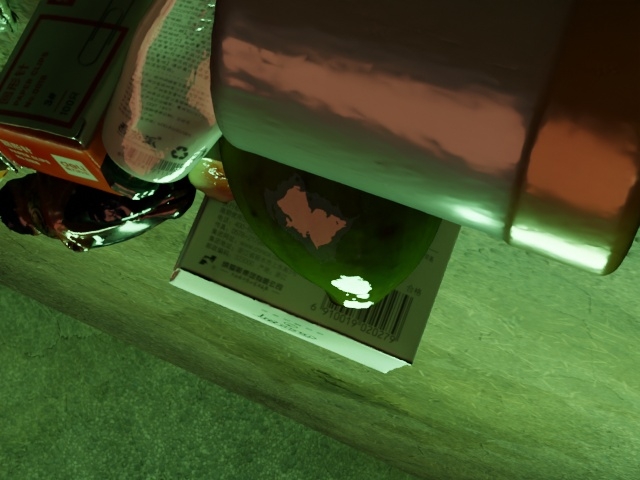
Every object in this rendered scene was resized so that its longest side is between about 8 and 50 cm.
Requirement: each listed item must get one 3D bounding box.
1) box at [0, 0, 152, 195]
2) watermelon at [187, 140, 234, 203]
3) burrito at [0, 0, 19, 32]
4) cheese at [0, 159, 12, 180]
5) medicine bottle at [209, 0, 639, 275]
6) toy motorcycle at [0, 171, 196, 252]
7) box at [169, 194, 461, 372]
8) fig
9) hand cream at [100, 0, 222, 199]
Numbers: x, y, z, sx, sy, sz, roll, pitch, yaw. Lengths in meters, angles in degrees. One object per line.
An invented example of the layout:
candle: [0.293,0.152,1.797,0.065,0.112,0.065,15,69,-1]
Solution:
box: [-0.202,-0.144,1.135,0.133,0.182,0.099,15,159,28]
watermelon: [-0.058,-0.091,1.217,0.094,0.135,0.125,36,170,22]
burrito: [-0.329,-0.243,1.239,0.051,0.042,0.171,16,162,6]
cheese: [-0.495,-0.120,1.555,0.217,0.129,0.329,26,-159,23]
medicine bottle: [0.089,-0.128,0.697,0.231,0.238,0.238,20,165,11]
toy motorcycle: [-0.204,-0.081,1.339,0.207,0.401,0.134,-17,108,16]
box: [0.000,0.000,1.343,0.260,0.195,0.111,23,165,-6]
fig: [0.010,-0.050,1.086,0.203,0.225,0.203,1,-161,0]
hand cream: [-0.080,-0.147,0.957,0.121,0.076,0.336,18,138,-22]
